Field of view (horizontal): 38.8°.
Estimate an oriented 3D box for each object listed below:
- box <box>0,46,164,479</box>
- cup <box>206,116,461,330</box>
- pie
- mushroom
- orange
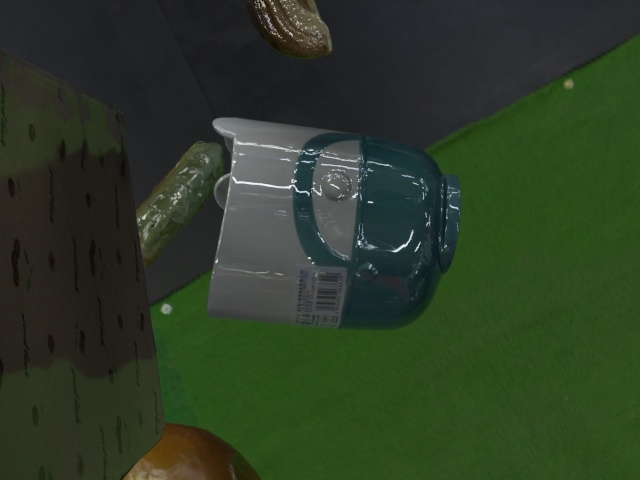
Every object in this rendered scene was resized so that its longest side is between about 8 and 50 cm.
[{"bbox_3d":[-0.206,0.040,0.444,0.191,0.297,0.225,-8,91,2],"label":"box"},{"bbox_3d":[0.000,0.000,1.016,0.258,0.289,0.219,7,66,-3],"label":"cup"},{"bbox_3d":[-0.238,-0.032,1.329,0.071,0.306,0.306,43,87,-10],"label":"pie"},{"bbox_3d":[-0.058,-0.329,1.199,0.072,0.209,0.094,-3,30,46],"label":"mushroom"},{"bbox_3d":[-0.179,0.415,1.333,0.196,0.262,0.334,-29,85,22],"label":"orange"}]
